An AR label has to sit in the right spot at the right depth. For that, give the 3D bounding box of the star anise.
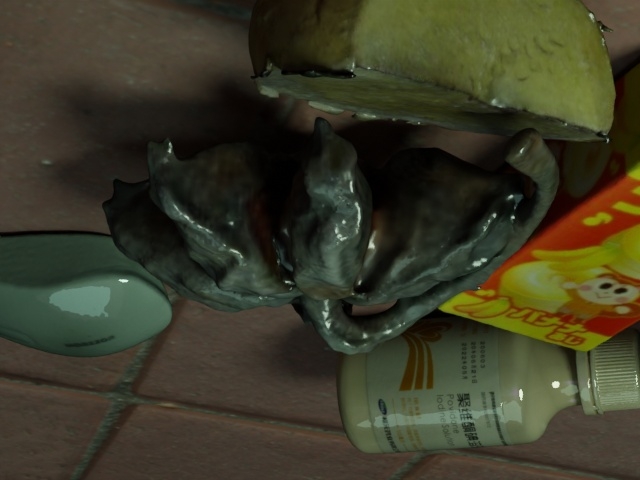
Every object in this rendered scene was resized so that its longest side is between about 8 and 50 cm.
[{"bbox_3d":[0.000,0.000,1.109,0.316,0.139,0.359,-3,165,5],"label":"star anise"}]

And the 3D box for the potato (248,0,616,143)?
[{"bbox_3d":[0.056,-0.119,0.968,0.243,0.098,0.138,10,174,-42],"label":"potato"}]

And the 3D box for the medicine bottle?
[{"bbox_3d":[0.146,0.117,1.372,0.252,0.114,0.114,-6,150,15],"label":"medicine bottle"}]

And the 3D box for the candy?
[{"bbox_3d":[0.211,-0.020,1.141,0.146,0.088,0.276,17,149,-21],"label":"candy"}]

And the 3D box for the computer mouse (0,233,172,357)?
[{"bbox_3d":[-0.234,0.050,1.332,0.231,0.079,0.128,-2,149,17],"label":"computer mouse"}]
